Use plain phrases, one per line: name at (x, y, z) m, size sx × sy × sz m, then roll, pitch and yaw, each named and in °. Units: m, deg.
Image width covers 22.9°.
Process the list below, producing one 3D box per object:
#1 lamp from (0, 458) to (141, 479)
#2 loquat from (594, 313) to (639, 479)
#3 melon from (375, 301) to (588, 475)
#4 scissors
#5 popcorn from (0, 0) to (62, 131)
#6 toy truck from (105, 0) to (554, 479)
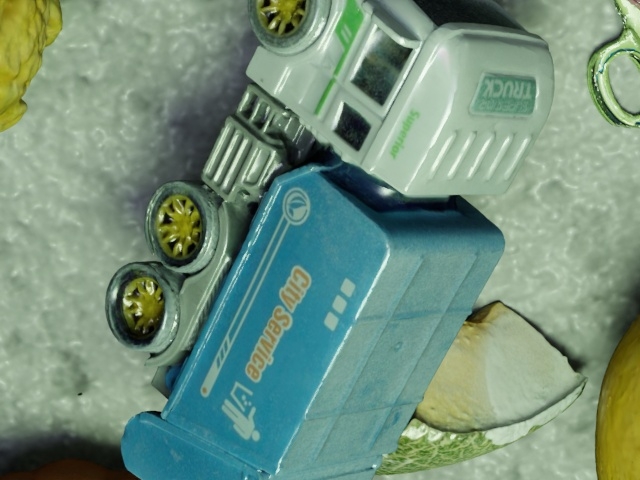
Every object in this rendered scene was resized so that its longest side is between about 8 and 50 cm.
lamp at (-0.176, 0.263, 1.102) m, size 0.223 × 0.223 × 0.196 m, roll 14°, pitch 159°, yaw -1°
loquat at (0.303, 0.131, 0.990) m, size 0.263 × 0.263 × 0.263 m, roll 2°, pitch 115°, yaw 4°
melon at (0.071, 0.113, 1.067) m, size 0.202 × 0.139 × 0.093 m, roll -23°, pitch 88°, yaw 17°
scissors at (0.190, -0.164, 0.974) m, size 0.133 × 0.020 × 0.187 m, roll -33°, pitch 109°, yaw 23°
popcorn at (-0.237, -0.128, 0.947) m, size 0.163 × 0.140 × 0.194 m, roll 7°, pitch 155°, yaw -12°
toy truck at (0.000, 0.000, 0.963) m, size 0.175 × 0.146 × 0.367 m, roll 40°, pitch 116°, yaw 30°
